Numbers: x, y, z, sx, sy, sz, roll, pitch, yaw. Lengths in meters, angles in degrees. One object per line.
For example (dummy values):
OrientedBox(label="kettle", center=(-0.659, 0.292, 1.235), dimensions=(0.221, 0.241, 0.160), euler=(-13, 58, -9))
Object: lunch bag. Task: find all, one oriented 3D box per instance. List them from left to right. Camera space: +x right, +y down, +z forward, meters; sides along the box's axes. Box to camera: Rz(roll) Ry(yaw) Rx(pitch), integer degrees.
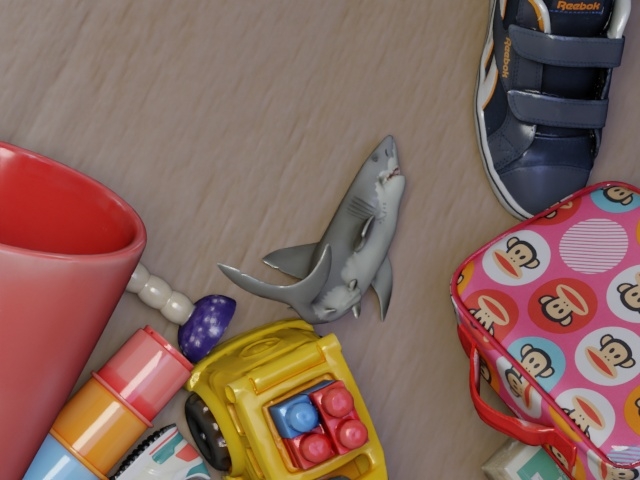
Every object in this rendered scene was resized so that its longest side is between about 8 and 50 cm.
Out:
OrientedBox(label="lunch bag", center=(0.259, 0.102, 1.815), dimensions=(0.258, 0.120, 0.293), euler=(-30, 54, -13))

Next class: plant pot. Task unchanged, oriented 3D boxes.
OrientedBox(label="plant pot", center=(-0.303, 0.063, 1.605), dimensions=(0.275, 0.275, 0.243), euler=(13, 108, -17))

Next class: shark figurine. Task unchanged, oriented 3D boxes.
OrientedBox(label="shark figurine", center=(-0.009, 0.025, 1.804), dimensions=(0.116, 0.278, 0.166), euler=(11, 119, 19))

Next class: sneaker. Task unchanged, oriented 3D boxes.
OrientedBox(label="sneaker", center=(-0.168, 0.243, 1.782), dimensions=(0.161, 0.057, 0.075), euler=(-45, 96, -17))
OrientedBox(label="sneaker", center=(0.222, -0.176, 1.886), dimensions=(0.126, 0.127, 0.321), euler=(-2, 91, -20))

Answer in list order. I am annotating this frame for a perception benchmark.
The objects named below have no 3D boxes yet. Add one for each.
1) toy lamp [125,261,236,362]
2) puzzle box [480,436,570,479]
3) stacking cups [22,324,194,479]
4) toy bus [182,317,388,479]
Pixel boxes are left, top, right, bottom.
OrientedBox(label="toy lamp", center=(-0.204, 0.007, 1.765), dimensions=(0.275, 0.080, 0.080), euler=(34, 79, -13))
OrientedBox(label="puzzle box", center=(0.370, 0.287, 1.936), dimensions=(0.272, 0.052, 0.409), euler=(-41, 103, -21))
OrientedBox(label="stacking cups", center=(-0.241, 0.207, 1.731), dimensions=(0.096, 0.096, 0.316), euler=(44, 80, -12))
OrientedBox(label="toy bus", center=(-0.006, 0.189, 1.757), dimensions=(0.149, 0.211, 0.220), euler=(-25, 98, -19))
